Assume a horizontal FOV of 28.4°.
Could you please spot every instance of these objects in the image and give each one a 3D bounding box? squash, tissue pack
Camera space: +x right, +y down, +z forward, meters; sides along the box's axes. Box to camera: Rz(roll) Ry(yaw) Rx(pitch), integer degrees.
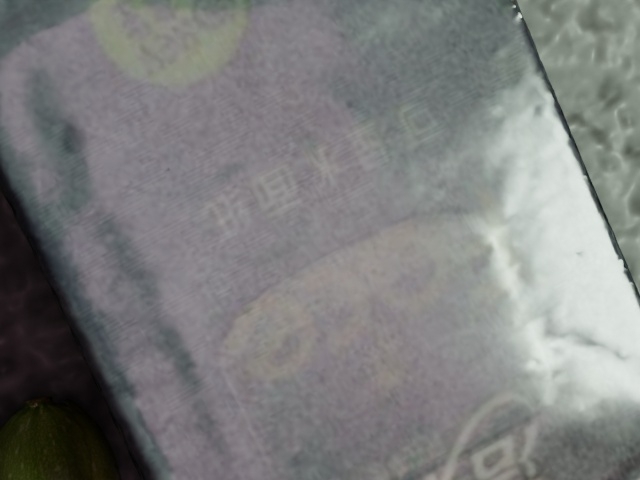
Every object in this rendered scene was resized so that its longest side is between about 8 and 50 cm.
[{"bbox_3d":[-0.130,0.254,0.718,0.094,0.094,0.341,-13,104,-17],"label":"squash"},{"bbox_3d":[0.000,0.000,0.680,0.288,0.124,0.394,-25,99,-10],"label":"tissue pack"}]
